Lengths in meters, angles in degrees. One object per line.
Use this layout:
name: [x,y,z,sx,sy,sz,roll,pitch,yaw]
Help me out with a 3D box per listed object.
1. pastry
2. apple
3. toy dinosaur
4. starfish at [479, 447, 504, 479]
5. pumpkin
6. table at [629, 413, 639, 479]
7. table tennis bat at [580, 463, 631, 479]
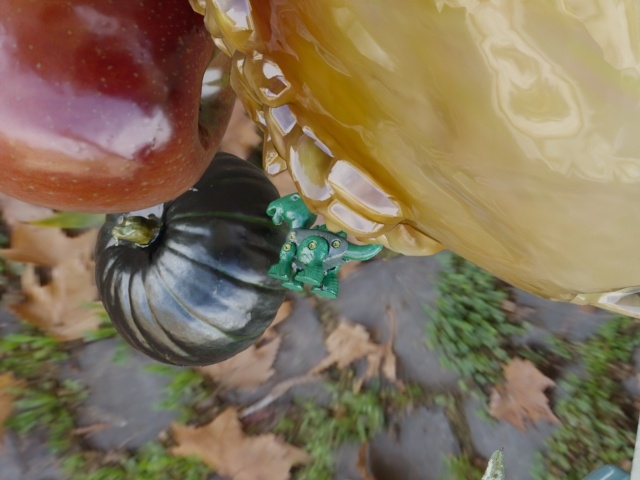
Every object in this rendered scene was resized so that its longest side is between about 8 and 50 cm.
pastry: [0.069,-0.176,0.462,0.245,0.409,0.409,0,89,4]
apple: [-0.144,-0.103,1.016,0.168,0.181,0.181,14,90,10]
toy dinosaur: [0.000,0.000,1.573,0.132,0.059,0.096,7,74,29]
starfish: [0.118,0.372,1.807,0.358,0.078,0.347,46,107,33]
pumpkin: [-0.143,0.016,1.803,0.250,0.216,0.250,-16,64,35]
table: [0.195,0.060,0.674,0.121,0.111,0.240,10,133,13]
table tennis bat: [0.098,0.200,0.945,0.237,0.149,0.038,-30,75,-32]
